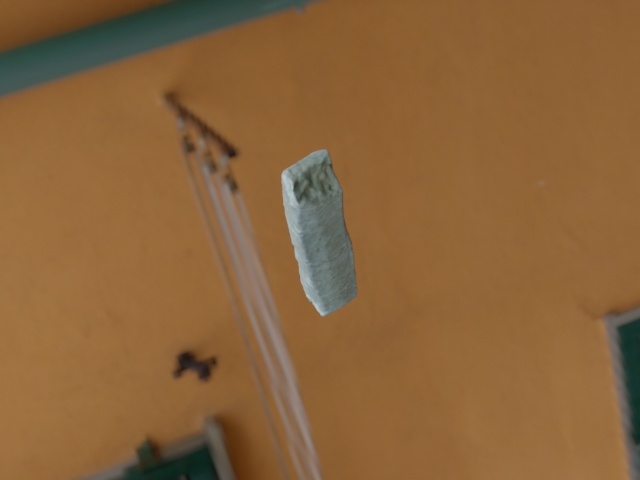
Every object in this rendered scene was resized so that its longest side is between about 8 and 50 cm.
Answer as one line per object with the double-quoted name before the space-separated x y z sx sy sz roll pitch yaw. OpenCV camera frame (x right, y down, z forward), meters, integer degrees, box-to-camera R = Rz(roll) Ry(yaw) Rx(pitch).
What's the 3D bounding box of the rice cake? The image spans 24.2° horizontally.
"rice cake" 0.001 0.000 0.873 0.029 0.033 0.171 58 171 25
